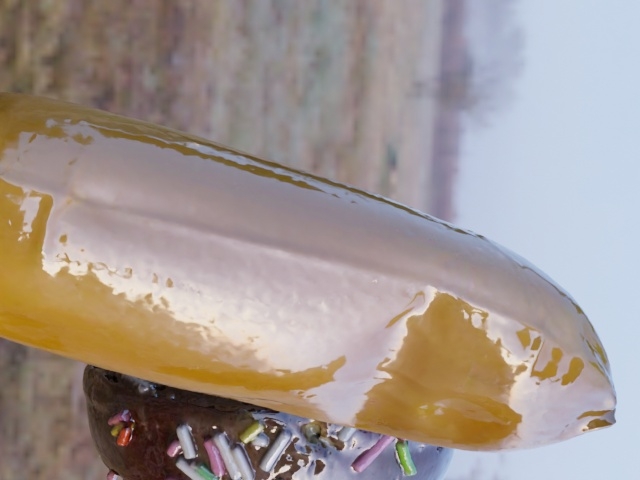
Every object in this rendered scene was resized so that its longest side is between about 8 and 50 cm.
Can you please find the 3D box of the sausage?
[{"bbox_3d":[-0.021,0.024,0.894,0.116,0.353,0.134,-87,-161,-46],"label":"sausage"}]

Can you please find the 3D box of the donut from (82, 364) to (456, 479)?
[{"bbox_3d":[-0.037,0.161,1.576,0.259,0.345,0.136,-92,-174,-81],"label":"donut"}]
